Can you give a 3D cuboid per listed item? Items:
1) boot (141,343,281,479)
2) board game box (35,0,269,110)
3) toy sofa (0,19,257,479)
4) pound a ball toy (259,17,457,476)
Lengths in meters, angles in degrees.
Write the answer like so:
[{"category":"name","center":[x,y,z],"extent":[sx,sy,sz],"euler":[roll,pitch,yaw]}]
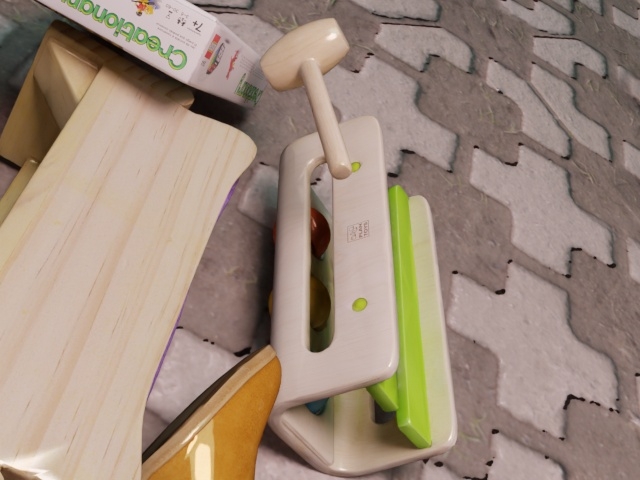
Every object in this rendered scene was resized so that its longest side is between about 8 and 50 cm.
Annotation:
[{"category":"boot","center":[-0.050,0.226,0.496],"extent":[0.211,0.104,0.295],"euler":[42,53,-4]},{"category":"board game box","center":[-0.150,-0.186,0.707],"extent":[0.193,0.053,0.305],"euler":[29,7,1]},{"category":"toy sofa","center":[-0.181,0.035,0.546],"extent":[0.177,0.150,0.363],"euler":[29,42,-16]},{"category":"pound a ball toy","center":[0.000,0.000,0.685],"extent":[0.208,0.135,0.319],"euler":[52,27,-41]}]
